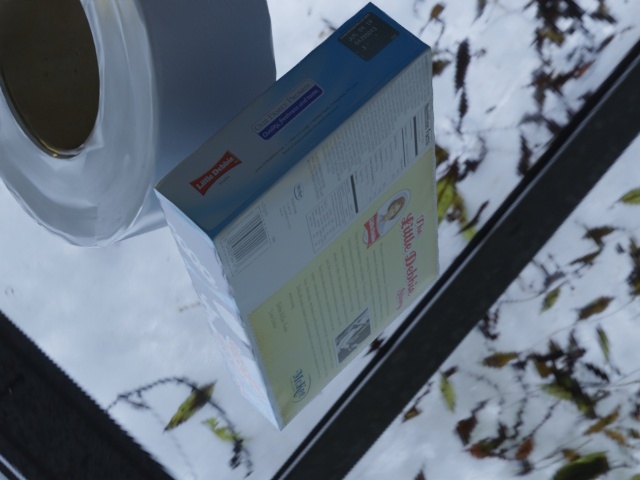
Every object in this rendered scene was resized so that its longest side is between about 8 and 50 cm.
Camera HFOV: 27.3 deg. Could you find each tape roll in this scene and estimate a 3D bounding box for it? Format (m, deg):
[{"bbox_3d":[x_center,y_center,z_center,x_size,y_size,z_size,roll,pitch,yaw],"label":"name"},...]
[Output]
[{"bbox_3d":[-0.158,-0.142,0.936,0.100,0.286,0.286,-20,-101,-37],"label":"tape roll"}]

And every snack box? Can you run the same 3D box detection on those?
[{"bbox_3d":[0.000,0.000,0.928,0.187,0.322,0.060,-42,-115,-16],"label":"snack box"}]
